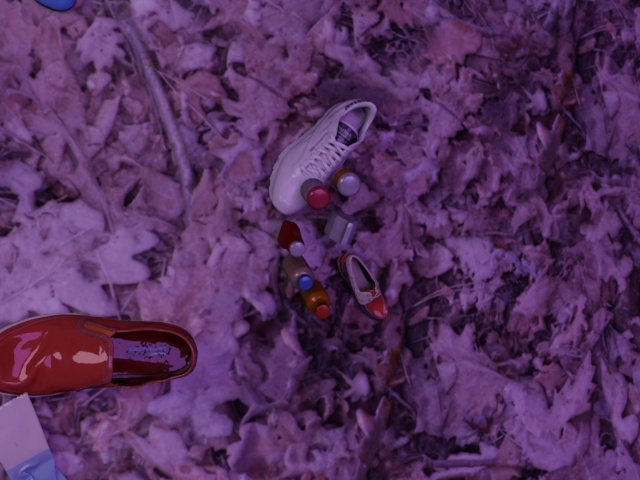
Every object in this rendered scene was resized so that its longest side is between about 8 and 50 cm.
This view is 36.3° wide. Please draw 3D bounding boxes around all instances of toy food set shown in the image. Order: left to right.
[{"bbox_3d":[0.000,0.000,1.552,0.111,0.104,0.232,17,103,-18],"label":"toy food set"}]

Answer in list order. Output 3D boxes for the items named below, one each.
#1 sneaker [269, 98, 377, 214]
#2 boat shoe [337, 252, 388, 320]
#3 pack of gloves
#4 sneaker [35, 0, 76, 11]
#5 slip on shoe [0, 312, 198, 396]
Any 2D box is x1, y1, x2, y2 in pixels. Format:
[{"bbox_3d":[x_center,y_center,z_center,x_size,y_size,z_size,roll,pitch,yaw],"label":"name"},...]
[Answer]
[{"bbox_3d":[0.003,-0.142,1.604,0.090,0.094,0.235,40,76,-20],"label":"sneaker"},{"bbox_3d":[0.077,0.080,1.657,0.049,0.043,0.137,-37,104,-23],"label":"boat shoe"},{"bbox_3d":[-0.467,0.357,1.404,0.195,0.046,0.232,-28,110,-22],"label":"pack of gloves"},{"bbox_3d":[-0.429,-0.428,1.423,0.069,0.082,0.209,-42,106,-22],"label":"sneaker"},{"bbox_3d":[-0.335,0.169,1.432,0.331,0.101,0.123,1,89,-23],"label":"slip on shoe"}]
